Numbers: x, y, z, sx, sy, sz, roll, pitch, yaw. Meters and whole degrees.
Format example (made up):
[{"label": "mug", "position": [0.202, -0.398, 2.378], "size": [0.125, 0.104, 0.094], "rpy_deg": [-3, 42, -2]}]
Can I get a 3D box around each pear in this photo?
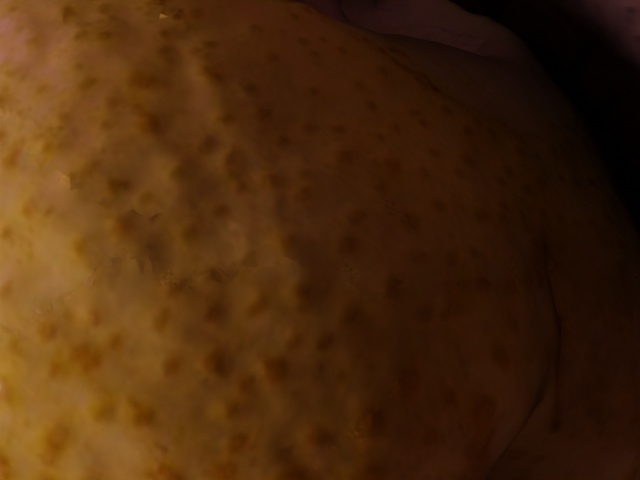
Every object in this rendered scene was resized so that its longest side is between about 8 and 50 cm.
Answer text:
[{"label": "pear", "position": [-0.035, 0.023, 0.563], "size": [0.271, 0.271, 0.271], "rpy_deg": [58, 173, 11]}]
